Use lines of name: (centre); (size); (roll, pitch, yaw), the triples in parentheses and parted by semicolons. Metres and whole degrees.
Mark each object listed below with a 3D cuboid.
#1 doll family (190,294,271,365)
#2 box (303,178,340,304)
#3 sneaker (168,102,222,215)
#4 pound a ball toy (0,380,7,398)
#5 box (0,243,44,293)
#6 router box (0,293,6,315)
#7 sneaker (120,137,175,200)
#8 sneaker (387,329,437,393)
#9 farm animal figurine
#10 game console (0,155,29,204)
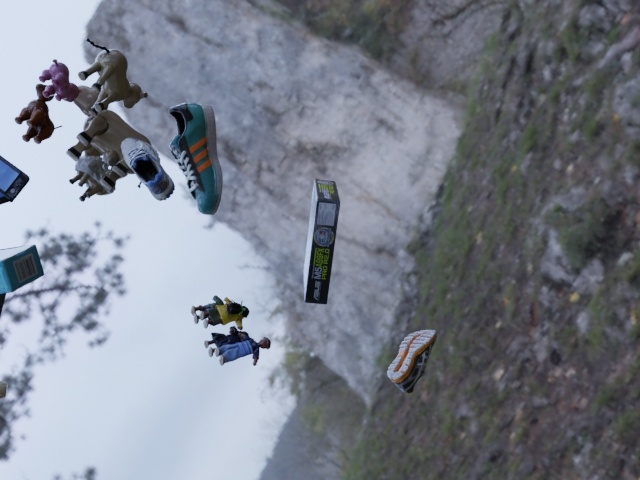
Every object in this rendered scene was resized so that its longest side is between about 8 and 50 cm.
doll family: (-0.176, 0.179, 1.796); (0.111, 0.193, 0.076); (-9, -30, -31)
box: (0.000, 0.000, 2.278); (0.216, 0.060, 0.270); (-98, 15, -72)
sneaker: (-0.332, -0.210, 2.317); (0.121, 0.302, 0.108); (-1, -15, -31)
pound a ball toy: (-0.755, 0.369, 1.829); (0.319, 0.135, 0.208); (100, 170, -73)
box: (-0.618, 0.062, 1.569); (0.100, 0.244, 0.060); (-44, -57, -67)
router box: (-0.740, 0.129, 1.956); (0.092, 0.038, 0.122); (7, -65, -34)
sneaker: (-0.283, -0.126, 1.442); (0.052, 0.135, 0.058); (-42, -28, -2)
sneaker: (0.254, 0.321, 2.413); (0.084, 0.083, 0.215); (-3, 35, 45)
farm animal figurine: (-0.471, -0.265, 1.937); (0.330, 0.327, 0.172); (-14, 31, 40)
game console: (-0.870, -0.167, 2.375); (0.124, 0.144, 0.085); (-54, -8, -8)
